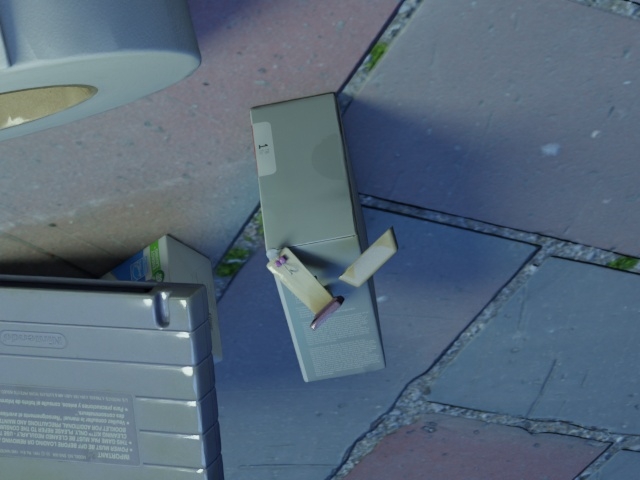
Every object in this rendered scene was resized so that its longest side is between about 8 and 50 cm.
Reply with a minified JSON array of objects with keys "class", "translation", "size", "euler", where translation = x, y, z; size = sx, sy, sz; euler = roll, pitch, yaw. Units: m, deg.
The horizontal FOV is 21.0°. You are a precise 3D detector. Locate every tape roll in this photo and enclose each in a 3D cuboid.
[{"class":"tape roll","translation":[-0.289,-0.132,1.397],"size":[0.392,0.072,0.392],"euler":[-14,179,0]}]

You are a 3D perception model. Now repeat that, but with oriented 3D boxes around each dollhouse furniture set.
[{"class":"dollhouse furniture set","translation":[0.010,0.009,1.571],"size":[0.114,0.091,0.081],"euler":[-44,91,9]}]

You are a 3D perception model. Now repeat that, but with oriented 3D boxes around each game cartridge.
[{"class":"game cartridge","translation":[-0.276,0.147,1.766],"size":[0.355,0.068,0.230],"euler":[3,113,18]}]

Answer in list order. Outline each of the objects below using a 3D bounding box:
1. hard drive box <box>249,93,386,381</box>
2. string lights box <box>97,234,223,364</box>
[{"class":"hard drive box","translation":[0.000,0.000,1.712],"size":[0.089,0.181,0.232],"euler":[-10,142,3]},{"class":"string lights box","translation":[-0.229,0.119,1.852],"size":[0.260,0.133,0.077],"euler":[-32,138,26]}]
